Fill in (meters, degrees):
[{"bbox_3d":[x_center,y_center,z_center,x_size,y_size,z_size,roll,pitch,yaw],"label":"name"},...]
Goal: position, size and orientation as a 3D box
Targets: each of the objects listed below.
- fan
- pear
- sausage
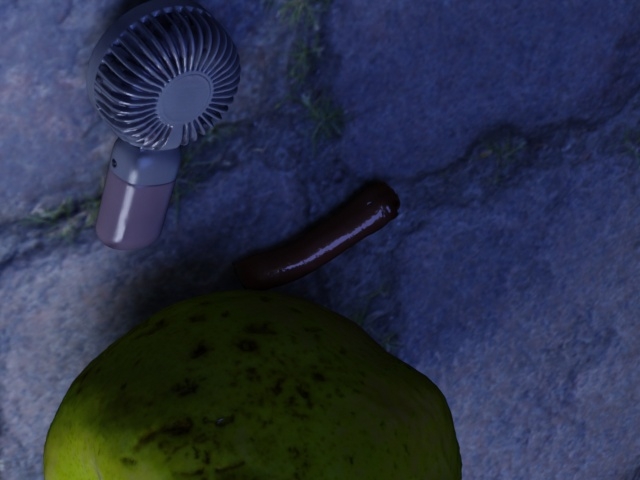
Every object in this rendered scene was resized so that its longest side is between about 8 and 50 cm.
[{"bbox_3d":[-0.149,-0.095,1.403,0.130,0.074,0.244,-8,131,-37],"label":"fan"},{"bbox_3d":[-0.056,0.220,1.491,0.391,0.391,0.391,-14,128,-19],"label":"pear"},{"bbox_3d":[-0.001,-0.001,1.566,0.177,0.040,0.047,-31,132,-4],"label":"sausage"}]
